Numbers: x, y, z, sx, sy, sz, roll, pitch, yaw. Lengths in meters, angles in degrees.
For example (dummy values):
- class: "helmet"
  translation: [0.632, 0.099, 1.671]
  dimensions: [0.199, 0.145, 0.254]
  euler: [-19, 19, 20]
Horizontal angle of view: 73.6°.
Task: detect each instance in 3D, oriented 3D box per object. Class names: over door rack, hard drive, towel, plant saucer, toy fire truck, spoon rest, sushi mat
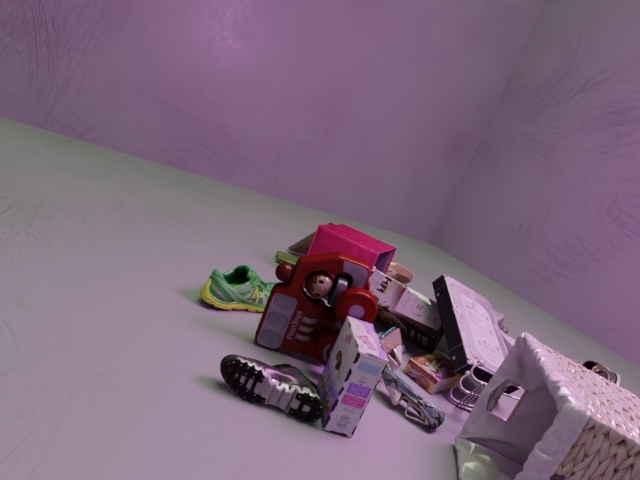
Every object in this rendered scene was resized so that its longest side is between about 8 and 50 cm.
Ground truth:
- class: "over door rack"
  translation: [0.519, 0.423, 1.099]
  dimensions: [0.325, 0.108, 0.239]
  euler: [25, -28, 17]
- class: "hard drive"
  translation: [0.480, 0.285, 1.338]
  dimensions: [0.237, 0.064, 0.338]
  euler: [29, 35, -23]
- class: "towel"
  translation: [-0.120, 0.091, 1.841]
  dimensions: [0.148, 0.027, 0.110]
  euler: [21, 14, -12]
- class: "plant saucer"
  translation: [0.237, 0.338, 1.435]
  dimensions: [0.120, 0.021, 0.119]
  euler: [21, 12, -5]
- class: "toy fire truck"
  translation: [-0.010, 0.166, 1.079]
  dimensions: [0.254, 0.301, 0.169]
  euler: [18, 18, -8]
- class: "spoon rest"
  translation: [0.783, 0.426, 1.845]
  dimensions: [0.277, 0.084, 0.137]
  euler: [23, 13, 5]
- class: "sushi mat"
  translation: [0.000, 0.000, 1.937]
  dimensions: [0.152, 0.317, 0.019]
  euler: [16, 59, -36]

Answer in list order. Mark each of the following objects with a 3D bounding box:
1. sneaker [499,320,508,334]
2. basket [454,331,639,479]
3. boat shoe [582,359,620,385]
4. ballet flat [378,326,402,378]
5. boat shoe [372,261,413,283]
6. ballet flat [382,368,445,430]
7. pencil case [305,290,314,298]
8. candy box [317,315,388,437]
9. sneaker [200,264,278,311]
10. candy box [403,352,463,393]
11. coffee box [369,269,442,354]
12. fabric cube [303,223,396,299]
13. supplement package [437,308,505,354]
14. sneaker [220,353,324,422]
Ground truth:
- class: "sneaker"
  translation: [0.840, 0.400, 2.025]
  dimensions: [0.088, 0.092, 0.225]
  euler: [33, 16, 38]
- class: "basket"
  translation: [0.455, 0.414, 0.809]
  dimensions: [0.267, 0.328, 0.331]
  euler: [27, 13, 9]
- class: "boat shoe"
  translation: [1.197, 0.587, 1.835]
  dimensions: [0.091, 0.109, 0.305]
  euler: [27, 8, 21]
- class: "ballet flat"
  translation: [0.172, 0.334, 1.220]
  dimensions: [0.106, 0.107, 0.316]
  euler: [49, 28, 20]
- class: "boat shoe"
  translation: [0.296, 0.167, 2.079]
  dimensions: [0.342, 0.121, 0.110]
  euler: [15, 51, -17]
- class: "ballet flat"
  translation: [0.215, 0.396, 1.058]
  dimensions: [0.189, 0.070, 0.070]
  euler: [33, 16, 24]
- class: "pencil case"
  translation: [-0.067, 0.216, 1.286]
  dimensions: [0.098, 0.095, 0.209]
  euler: [40, 18, 7]
- class: "candy box"
  translation: [0.064, 0.292, 0.940]
  dimensions: [0.070, 0.196, 0.165]
  euler: [20, 14, -10]
- class: "sneaker"
  translation: [-0.208, 0.140, 1.273]
  dimensions: [0.296, 0.123, 0.109]
  euler: [9, 18, -48]
- class: "candy box"
  translation: [0.350, 0.400, 1.301]
  dimensions: [0.187, 0.053, 0.109]
  euler: [10, 17, -46]
- class: "coffee box"
  translation: [0.292, 0.250, 1.507]
  dimensions: [0.297, 0.118, 0.168]
  euler: [28, -26, 27]
- class: "fabric cube"
  translation: [0.107, 0.098, 1.685]
  dimensions: [0.258, 0.253, 0.259]
  euler: [25, 14, 21]
- class: "supplement package"
  translation: [0.565, 0.335, 1.644]
  dimensions: [0.178, 0.175, 0.293]
  euler: [31, 16, 29]
- class: "sneaker"
  translation: [-0.101, 0.301, 0.913]
  dimensions: [0.235, 0.078, 0.106]
  euler: [25, 10, -3]
